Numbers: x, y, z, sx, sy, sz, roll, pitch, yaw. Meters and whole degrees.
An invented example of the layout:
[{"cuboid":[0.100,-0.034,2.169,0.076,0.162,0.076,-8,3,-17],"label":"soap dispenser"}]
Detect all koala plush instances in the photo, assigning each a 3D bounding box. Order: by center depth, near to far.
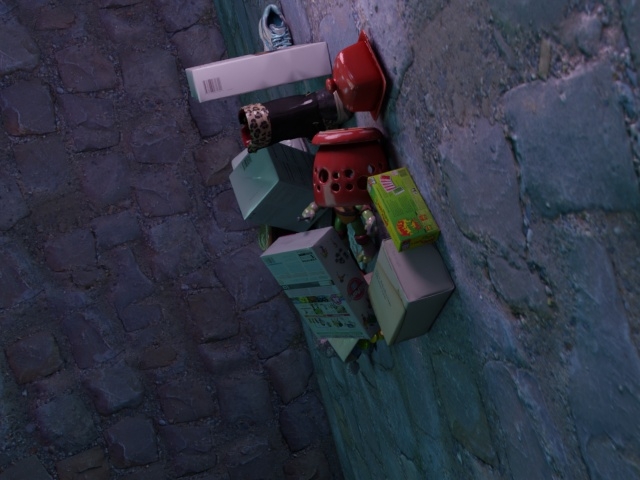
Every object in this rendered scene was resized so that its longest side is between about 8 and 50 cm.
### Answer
[{"cuboid":[0.086,0.370,2.319,0.221,0.203,0.196,68,179,-55],"label":"koala plush"}]

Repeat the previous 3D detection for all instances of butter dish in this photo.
[{"cuboid":[0.069,-0.358,1.452,0.160,0.118,0.160,101,152,-68],"label":"butter dish"}]

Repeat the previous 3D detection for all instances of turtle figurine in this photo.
[{"cuboid":[0.056,-0.032,1.760,0.275,0.197,0.266,-98,-7,-46],"label":"turtle figurine"}]

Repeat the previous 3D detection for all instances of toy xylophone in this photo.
[{"cuboid":[0.090,0.210,1.891,0.236,0.081,0.323,58,138,20],"label":"toy xylophone"}]

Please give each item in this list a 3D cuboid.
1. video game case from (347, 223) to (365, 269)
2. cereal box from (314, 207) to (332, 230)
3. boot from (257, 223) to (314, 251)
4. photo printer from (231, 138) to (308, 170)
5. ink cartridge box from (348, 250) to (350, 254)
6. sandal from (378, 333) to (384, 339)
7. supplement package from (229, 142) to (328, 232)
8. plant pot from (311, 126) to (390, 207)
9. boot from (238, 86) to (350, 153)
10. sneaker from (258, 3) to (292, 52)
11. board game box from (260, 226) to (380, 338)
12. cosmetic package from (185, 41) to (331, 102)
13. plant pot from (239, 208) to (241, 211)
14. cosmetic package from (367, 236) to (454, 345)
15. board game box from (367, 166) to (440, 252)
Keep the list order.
[{"cuboid":[0.110,-0.010,2.026,0.157,0.019,0.143,86,164,-49],"label":"video game case"},{"cuboid":[0.000,0.000,2.316,0.173,0.047,0.240,168,106,-79],"label":"cereal box"},{"cuboid":[-0.109,-0.033,2.239,0.090,0.206,0.248,-55,27,37],"label":"boot"},{"cuboid":[-0.178,-0.280,2.453,0.107,0.307,0.256,10,-128,-54],"label":"photo printer"},{"cuboid":[0.089,0.080,2.218,0.225,0.056,0.181,118,136,-59],"label":"ink cartridge box"},{"cuboid":[0.079,0.198,2.071,0.317,0.138,0.126,59,163,21],"label":"sandal"},{"cuboid":[-0.122,-0.178,2.141,0.199,0.262,0.198,-45,52,30],"label":"supplement package"},{"cuboid":[0.074,-0.178,1.539,0.191,0.191,0.174,-145,49,-73],"label":"plant pot"},{"cuboid":[-0.086,-0.329,1.830,0.377,0.284,0.138,176,78,-78],"label":"boot"},{"cuboid":[-0.142,-0.649,2.133,0.122,0.110,0.283,112,141,-68],"label":"sneaker"},{"cuboid":[0.010,0.122,1.726,0.224,0.097,0.303,-9,119,50],"label":"board game box"},{"cuboid":[-0.188,-0.489,1.867,0.284,0.377,0.097,-140,36,-70],"label":"cosmetic package"},{"cuboid":[-0.205,-0.250,2.681,0.271,0.271,0.255,149,118,-79],"label":"plant pot"},{"cuboid":[0.200,0.116,1.511,0.309,0.113,0.160,93,158,-63],"label":"cosmetic package"},{"cuboid":[0.177,-0.069,1.402,0.043,0.092,0.181,89,162,-57],"label":"board game box"}]
